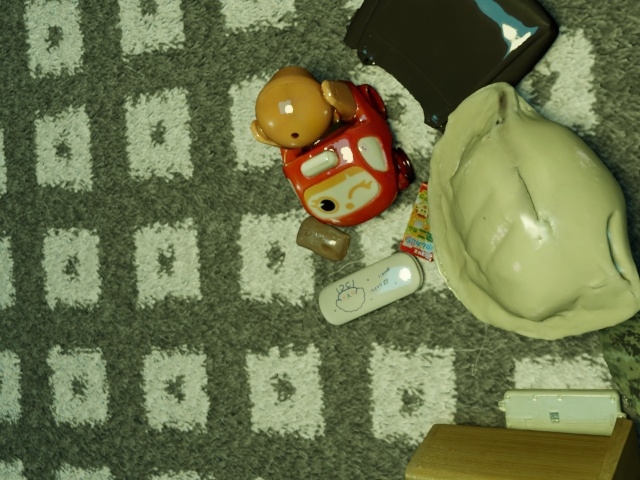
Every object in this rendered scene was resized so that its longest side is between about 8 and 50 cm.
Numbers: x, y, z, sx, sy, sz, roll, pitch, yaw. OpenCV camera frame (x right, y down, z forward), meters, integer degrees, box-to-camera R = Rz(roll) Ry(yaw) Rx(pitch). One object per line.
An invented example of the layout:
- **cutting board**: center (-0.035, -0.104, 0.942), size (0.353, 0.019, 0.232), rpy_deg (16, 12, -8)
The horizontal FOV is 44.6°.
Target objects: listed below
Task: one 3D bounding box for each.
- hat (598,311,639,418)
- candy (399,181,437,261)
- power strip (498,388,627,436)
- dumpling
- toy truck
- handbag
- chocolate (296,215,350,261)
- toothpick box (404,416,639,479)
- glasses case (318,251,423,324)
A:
- **hat**: center (0.519, 0.158, 1.082), size (0.128, 0.265, 0.265), rpy_deg (-20, 83, -10)
- **candy**: center (0.181, -0.032, 1.296), size (0.062, 0.038, 0.121), rpy_deg (23, 102, 23)
- **power strip**: center (0.378, 0.275, 1.220), size (0.192, 0.035, 0.081), rpy_deg (-5, 91, 26)
- **dumpling**: center (0.275, -0.025, 1.146), size (0.315, 0.233, 0.395), rpy_deg (-38, 73, 39)
- **toy truck**: center (0.007, -0.151, 1.263), size (0.189, 0.239, 0.264), rpy_deg (-26, 82, 25)
- **handbag**: center (0.195, -0.329, 1.234), size (0.285, 0.113, 0.257), rpy_deg (44, 116, 10)
- **chocolate**: center (0.000, 0.000, 1.390), size (0.101, 0.031, 0.064), rpy_deg (29, 109, 20)
- **toothpick box**: center (0.303, 0.381, 1.169), size (0.308, 0.190, 0.187), rpy_deg (-3, 112, 33)
- **glasses case**: center (0.085, 0.084, 1.342), size (0.197, 0.049, 0.076), rpy_deg (-26, 82, 25)
